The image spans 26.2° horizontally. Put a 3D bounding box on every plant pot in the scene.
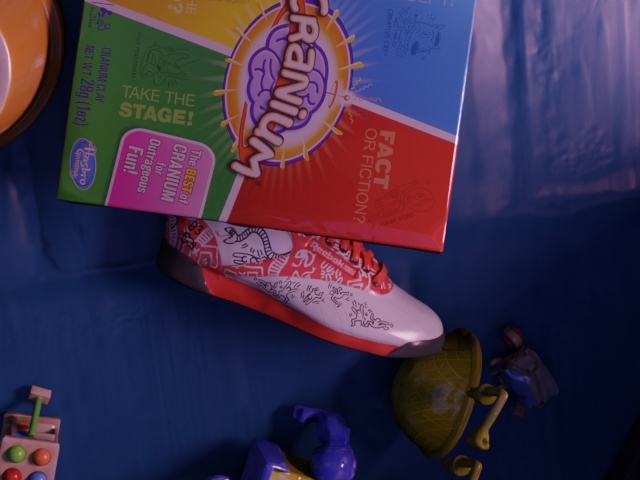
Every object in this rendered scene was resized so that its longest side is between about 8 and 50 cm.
[{"bbox_3d":[-0.304,-0.150,1.081,0.205,0.188,0.205,-3,107,-9],"label":"plant pot"}]

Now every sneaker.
[{"bbox_3d":[-0.001,0.000,1.211,0.270,0.090,0.145,19,107,1],"label":"sneaker"}]

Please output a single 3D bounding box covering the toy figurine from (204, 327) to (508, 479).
[{"bbox_3d":[0.000,0.239,1.264,0.217,0.191,0.362,16,102,-10],"label":"toy figurine"}]

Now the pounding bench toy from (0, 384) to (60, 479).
[{"bbox_3d":[-0.264,0.181,1.254,0.052,0.065,0.083,9,104,-13],"label":"pounding bench toy"}]

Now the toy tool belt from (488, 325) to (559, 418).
[{"bbox_3d":[0.189,0.129,1.329,0.051,0.052,0.083,-38,109,-6],"label":"toy tool belt"}]

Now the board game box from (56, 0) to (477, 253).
[{"bbox_3d":[-0.040,-0.129,1.129,0.316,0.064,0.242,7,90,3],"label":"board game box"}]

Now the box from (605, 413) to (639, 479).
[{"bbox_3d":[0.532,0.181,1.186,0.297,0.472,0.480,22,101,-16],"label":"box"}]
